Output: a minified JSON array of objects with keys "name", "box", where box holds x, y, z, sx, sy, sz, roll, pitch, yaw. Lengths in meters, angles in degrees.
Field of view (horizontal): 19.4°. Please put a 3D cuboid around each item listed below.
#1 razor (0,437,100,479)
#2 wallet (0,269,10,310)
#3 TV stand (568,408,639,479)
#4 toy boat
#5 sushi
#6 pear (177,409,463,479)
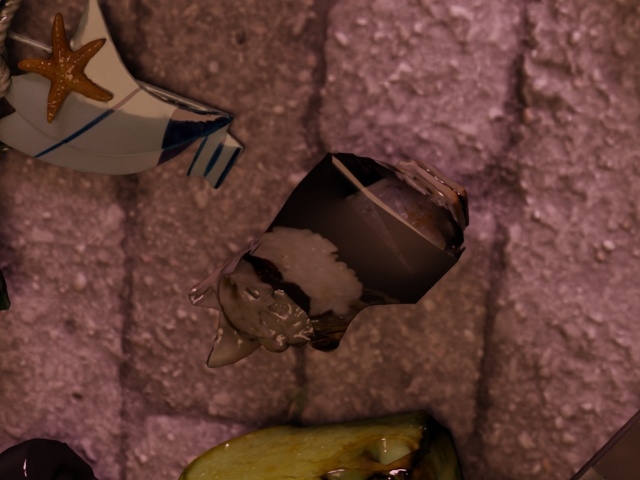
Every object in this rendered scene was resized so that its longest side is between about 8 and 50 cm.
[{"name":"razor","box":[-0.326,0.322,1.756,0.327,0.107,0.189,-35,94,25]},{"name":"wallet","box":[-0.374,-0.039,1.654,0.160,0.055,0.236,6,123,33]},{"name":"TV stand","box":[0.251,0.190,1.554,0.049,0.040,0.256,40,115,2]},{"name":"toy boat","box":[-0.202,-0.127,1.611,0.291,0.067,0.221,20,114,0]},{"name":"sushi","box":[0.007,0.018,1.560,0.134,0.109,0.273,44,130,-3]},{"name":"pear","box":[-0.021,0.265,1.563,0.255,0.238,0.164,-7,111,19]}]
